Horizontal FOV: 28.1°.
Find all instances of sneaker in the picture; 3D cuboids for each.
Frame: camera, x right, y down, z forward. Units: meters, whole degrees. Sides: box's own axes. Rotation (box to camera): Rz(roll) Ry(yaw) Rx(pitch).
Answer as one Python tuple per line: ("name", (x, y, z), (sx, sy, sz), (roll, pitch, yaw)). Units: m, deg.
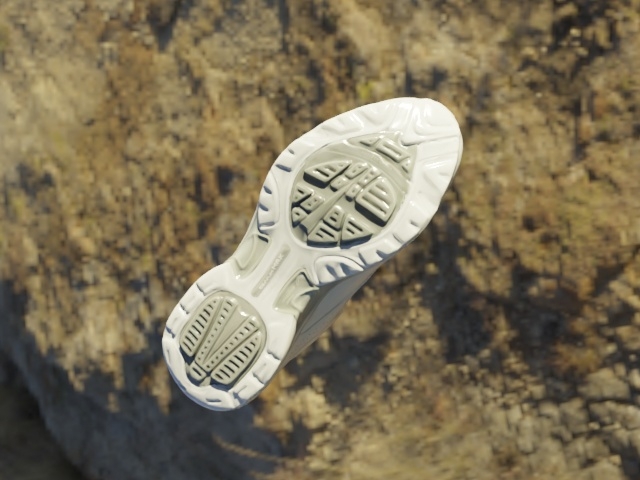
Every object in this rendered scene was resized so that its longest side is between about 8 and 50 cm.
("sneaker", (0.000, 0.000, 0.787), (0.232, 0.115, 0.090), (-45, 83, 17))
